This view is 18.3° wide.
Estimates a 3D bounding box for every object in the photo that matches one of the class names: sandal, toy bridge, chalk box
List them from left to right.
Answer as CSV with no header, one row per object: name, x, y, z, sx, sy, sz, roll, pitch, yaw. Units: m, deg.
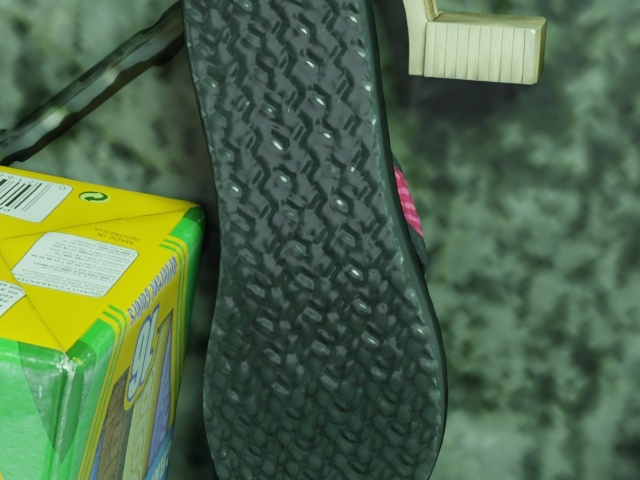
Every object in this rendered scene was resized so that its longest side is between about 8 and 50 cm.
chalk box,-0.121,0.093,0.542,0.132,0.132,0.213,12,108,8
sandal,0.000,0.000,0.540,0.067,0.040,0.179,-3,102,12
toy bridge,0.030,-0.134,0.500,0.063,0.026,0.188,5,108,11
